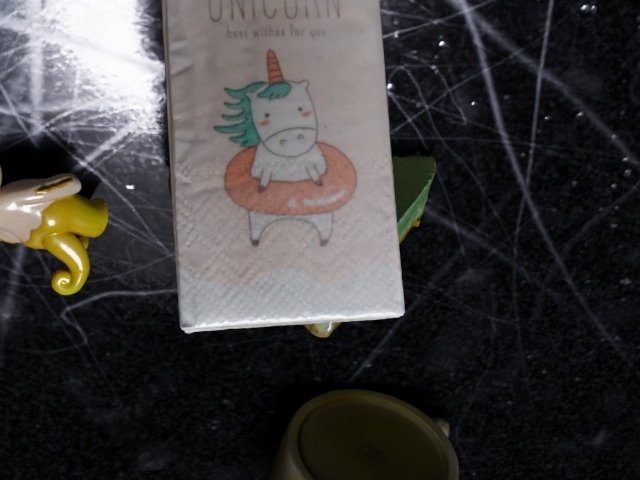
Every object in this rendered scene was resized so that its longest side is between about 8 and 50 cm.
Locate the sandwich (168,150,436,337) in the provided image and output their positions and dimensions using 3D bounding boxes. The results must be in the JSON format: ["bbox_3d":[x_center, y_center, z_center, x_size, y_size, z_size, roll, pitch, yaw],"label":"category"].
[{"bbox_3d":[0.000,0.000,1.018,0.245,0.212,0.063,3,128,-15],"label":"sandwich"}]

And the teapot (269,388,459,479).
[{"bbox_3d":[0.043,0.270,1.245,0.268,0.185,0.175,-24,143,-42],"label":"teapot"}]

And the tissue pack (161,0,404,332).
[{"bbox_3d":[-0.032,-0.097,0.905,0.170,0.071,0.325,-3,81,-7],"label":"tissue pack"}]

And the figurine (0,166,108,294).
[{"bbox_3d":[-0.296,-0.034,0.989,0.246,0.131,0.156,15,136,-35],"label":"figurine"}]
